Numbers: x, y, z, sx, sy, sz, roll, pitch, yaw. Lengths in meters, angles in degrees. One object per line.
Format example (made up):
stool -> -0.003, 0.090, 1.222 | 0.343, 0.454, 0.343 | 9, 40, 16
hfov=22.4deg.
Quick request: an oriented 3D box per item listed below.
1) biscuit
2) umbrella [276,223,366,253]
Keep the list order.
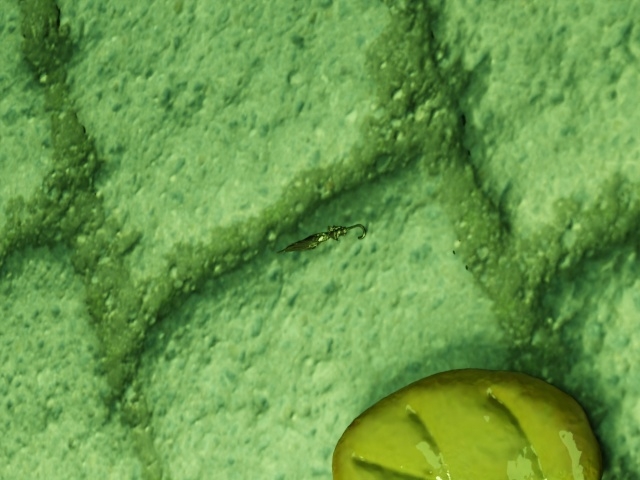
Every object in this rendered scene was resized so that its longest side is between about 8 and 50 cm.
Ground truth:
biscuit -> 0.131, 0.199, 1.555 | 0.299, 0.045, 0.154 | -23, 64, 34
umbrella -> -0.001, -0.003, 1.736 | 0.122, 0.013, 0.022 | -12, 93, 36
